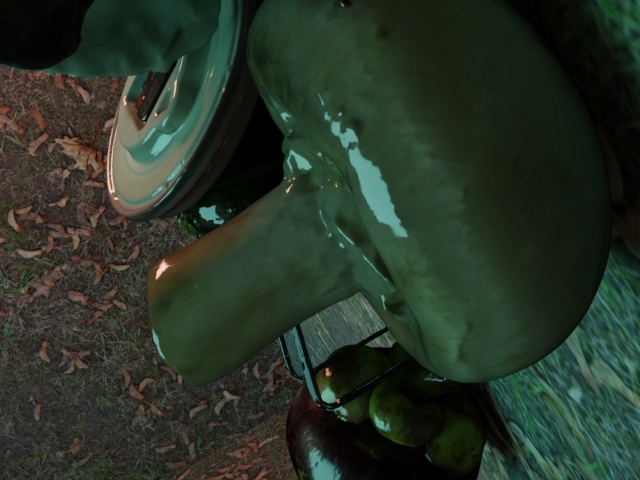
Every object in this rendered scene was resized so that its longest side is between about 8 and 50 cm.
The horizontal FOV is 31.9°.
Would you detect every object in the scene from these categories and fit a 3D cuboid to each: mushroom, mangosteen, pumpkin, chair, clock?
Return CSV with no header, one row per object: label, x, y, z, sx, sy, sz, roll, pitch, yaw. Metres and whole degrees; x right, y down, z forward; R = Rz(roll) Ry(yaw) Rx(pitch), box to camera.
mushroom,0.015,-0.015,0.511,0.207,0.215,0.207,58,180,-1
mangosteen,0.073,0.168,1.053,0.192,0.192,0.217,54,132,32
pumpkin,-0.062,-0.040,1.077,0.223,0.157,0.223,162,90,-88
chair,0.000,0.000,0.916,0.221,0.145,0.140,62,171,-8
clock,-0.128,-0.133,0.990,0.056,0.244,0.244,21,-165,-32

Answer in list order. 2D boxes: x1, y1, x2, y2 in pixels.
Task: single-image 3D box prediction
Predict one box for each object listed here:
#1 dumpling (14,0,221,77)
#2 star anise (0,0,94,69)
dumpling,-0.235,-0.303,0.920,0.320,0.270,0.212,-121,32,-43
star anise,-0.090,-0.182,0.514,0.283,0.212,0.129,48,170,49
